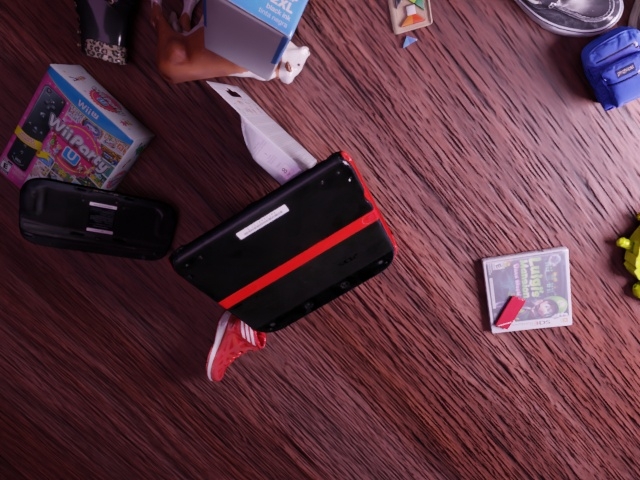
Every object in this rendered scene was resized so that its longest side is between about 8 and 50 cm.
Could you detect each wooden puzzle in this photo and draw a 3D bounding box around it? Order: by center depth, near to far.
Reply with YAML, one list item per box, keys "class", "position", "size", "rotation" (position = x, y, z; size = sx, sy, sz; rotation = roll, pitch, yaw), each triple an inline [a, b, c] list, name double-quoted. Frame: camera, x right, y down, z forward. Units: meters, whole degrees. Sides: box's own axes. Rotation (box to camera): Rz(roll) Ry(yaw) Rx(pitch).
- class: "wooden puzzle"
  position: [0.167, -0.431, 0.762]
  size: [0.079, 0.014, 0.116]
  rotation: [-17, 107, 16]

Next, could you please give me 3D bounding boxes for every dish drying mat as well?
- class: "dish drying mat"
  position: [0.430, 0.164, 0.925]
  size: [0.032, 0.008, 0.083]
  rotation: [21, 114, 2]

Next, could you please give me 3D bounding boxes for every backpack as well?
- class: "backpack"
  position: [0.514, -0.298, 0.697]
  size: [0.098, 0.101, 0.120]
  rotation: [-26, 107, 30]

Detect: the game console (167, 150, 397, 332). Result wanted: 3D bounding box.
- class: "game console"
  position: [-0.050, 0.031, 0.839]
  size: [0.387, 0.060, 0.342]
  rotation: [-31, 134, 6]

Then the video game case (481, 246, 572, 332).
- class: "video game case"
  position: [0.463, 0.115, 0.916]
  size: [0.173, 0.022, 0.190]
  rotation: [-10, 109, 13]

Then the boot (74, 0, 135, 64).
- class: "boot"
  position: [-0.486, -0.476, 0.824]
  size: [0.237, 0.085, 0.178]
  rotation: [20, 115, 2]

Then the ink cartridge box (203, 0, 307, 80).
- class: "ink cartridge box"
  position: [-0.059, -0.439, 0.625]
  size: [0.129, 0.223, 0.307]
  rotation: [24, 90, -15]

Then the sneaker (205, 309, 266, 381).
- class: "sneaker"
  position: [-0.220, 0.295, 1.074]
  size: [0.128, 0.087, 0.221]
  rotation: [17, 114, 5]

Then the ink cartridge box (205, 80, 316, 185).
- class: "ink cartridge box"
  position: [-0.116, -0.207, 0.806]
  size: [0.232, 0.189, 0.066]
  rotation: [38, 108, -6]

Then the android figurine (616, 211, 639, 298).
- class: "android figurine"
  position: [0.740, 0.030, 0.815]
  size: [0.273, 0.056, 0.248]
  rotation: [22, 113, 1]

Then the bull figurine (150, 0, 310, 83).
- class: "bull figurine"
  position: [-0.180, -0.394, 0.793]
  size: [0.311, 0.101, 0.188]
  rotation: [-4, 103, 5]

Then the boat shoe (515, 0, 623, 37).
- class: "boat shoe"
  position: [0.374, -0.443, 0.672]
  size: [0.301, 0.102, 0.108]
  rotation: [35, 113, -4]

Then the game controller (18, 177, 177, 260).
- class: "game controller"
  position: [-0.504, -0.042, 0.941]
  size: [0.320, 0.067, 0.166]
  rotation: [11, 112, -25]

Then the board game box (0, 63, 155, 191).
- class: "board game box"
  position: [-0.563, -0.206, 0.936]
  size: [0.224, 0.097, 0.303]
  rotation: [43, 111, -9]

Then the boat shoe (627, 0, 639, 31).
- class: "boat shoe"
  position: [0.576, -0.460, 0.635]
  size: [0.103, 0.092, 0.285]
  rotation: [8, 113, 5]
